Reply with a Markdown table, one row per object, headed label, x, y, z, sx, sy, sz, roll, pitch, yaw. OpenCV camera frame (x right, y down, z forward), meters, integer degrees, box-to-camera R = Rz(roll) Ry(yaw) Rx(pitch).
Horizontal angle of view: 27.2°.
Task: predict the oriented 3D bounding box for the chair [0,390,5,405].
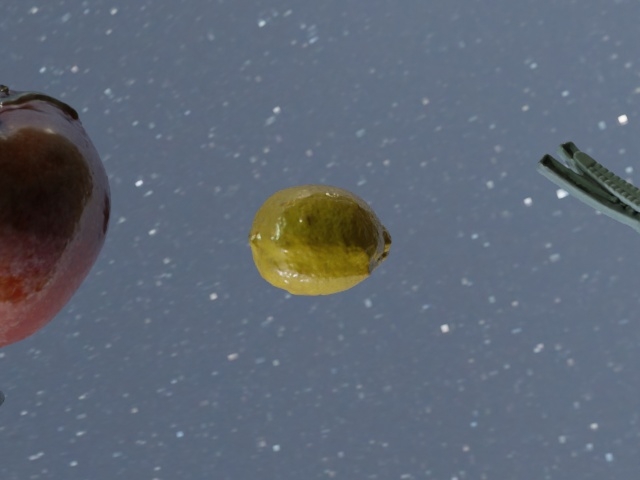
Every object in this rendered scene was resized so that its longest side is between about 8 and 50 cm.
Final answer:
| label | x | y | z | sx | sy | sz | roll | pitch | yaw |
| --- | --- | --- | --- | --- | --- | --- | --- | --- | --- |
| chair | -0.401 | 0.145 | 0.976 | 0.275 | 0.203 | 0.190 | -45 | -66 | -13 |

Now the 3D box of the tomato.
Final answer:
| label | x | y | z | sx | sy | sz | roll | pitch | yaw |
| --- | --- | --- | --- | --- | --- | --- | --- | --- | --- |
| tomato | -0.262 | -0.015 | 0.937 | 0.232 | 0.232 | 0.188 | -8 | -59 | -38 |

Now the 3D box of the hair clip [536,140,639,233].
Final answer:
| label | x | y | z | sx | sy | sz | roll | pitch | yaw |
| --- | --- | --- | --- | --- | --- | --- | --- | --- | --- |
| hair clip | 0.156 | -0.019 | 0.620 | 0.115 | 0.039 | 0.030 | 32 | -144 | 27 |

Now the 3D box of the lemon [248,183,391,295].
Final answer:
| label | x | y | z | sx | sy | sz | roll | pitch | yaw |
| --- | --- | --- | --- | --- | --- | --- | --- | --- | --- |
| lemon | 0.000 | 0.000 | 1.327 | 0.155 | 0.114 | 0.114 | 1 | -105 | -22 |
